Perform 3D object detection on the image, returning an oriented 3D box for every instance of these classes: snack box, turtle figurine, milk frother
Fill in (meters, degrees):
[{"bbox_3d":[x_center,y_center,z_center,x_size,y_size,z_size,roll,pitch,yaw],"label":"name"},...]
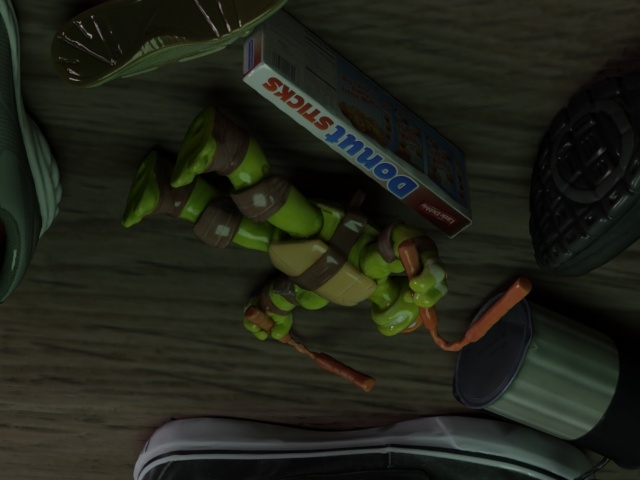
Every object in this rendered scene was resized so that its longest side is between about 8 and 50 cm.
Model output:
[{"bbox_3d":[0.024,-0.072,1.175,0.022,0.064,0.178,-36,124,28],"label":"snack box"},{"bbox_3d":[0.000,0.000,1.218,0.217,0.087,0.269,32,158,-20],"label":"turtle figurine"},{"bbox_3d":[0.156,0.129,1.318,0.135,0.143,0.129,22,138,-23],"label":"milk frother"}]

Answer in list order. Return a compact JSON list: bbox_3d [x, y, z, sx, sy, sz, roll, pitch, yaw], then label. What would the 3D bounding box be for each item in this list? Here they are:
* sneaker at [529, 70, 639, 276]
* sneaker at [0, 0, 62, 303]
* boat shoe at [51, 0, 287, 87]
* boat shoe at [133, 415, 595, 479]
[{"bbox_3d":[0.236,-0.064,1.161,0.130,0.109,0.286,22,133,-28],"label":"sneaker"},{"bbox_3d":[-0.219,-0.072,1.147,0.100,0.108,0.271,-8,133,10],"label":"sneaker"},{"bbox_3d":[-0.082,-0.129,1.136,0.153,0.048,0.056,-25,85,17],"label":"boat shoe"},{"bbox_3d":[0.032,0.204,1.407,0.335,0.119,0.121,0,134,0],"label":"boat shoe"}]
